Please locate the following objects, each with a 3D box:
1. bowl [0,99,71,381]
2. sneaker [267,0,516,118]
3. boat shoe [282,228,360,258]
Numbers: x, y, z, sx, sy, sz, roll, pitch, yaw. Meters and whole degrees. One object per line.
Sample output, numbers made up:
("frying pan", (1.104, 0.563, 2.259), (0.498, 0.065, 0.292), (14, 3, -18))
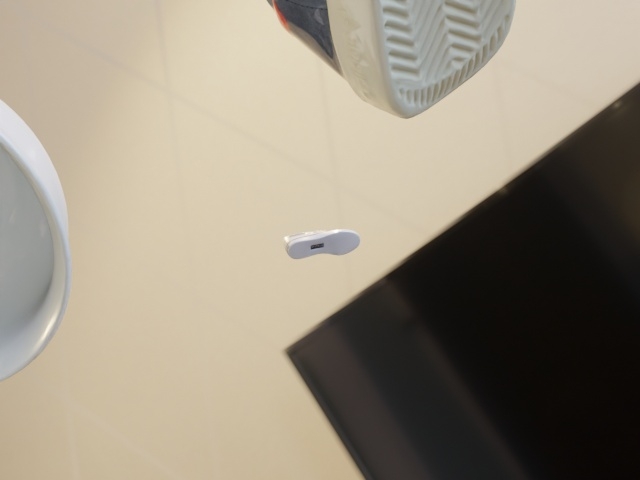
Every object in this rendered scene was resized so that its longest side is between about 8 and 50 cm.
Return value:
("bowl", (-0.325, -0.031, 0.922), (0.298, 0.298, 0.134), (-42, 18, 28))
("sneaker", (0.000, -0.217, 0.495), (0.131, 0.148, 0.350), (-33, -39, -26))
("boat shoe", (0.000, 0.000, 1.449), (0.100, 0.035, 0.035), (-10, -57, -19))
